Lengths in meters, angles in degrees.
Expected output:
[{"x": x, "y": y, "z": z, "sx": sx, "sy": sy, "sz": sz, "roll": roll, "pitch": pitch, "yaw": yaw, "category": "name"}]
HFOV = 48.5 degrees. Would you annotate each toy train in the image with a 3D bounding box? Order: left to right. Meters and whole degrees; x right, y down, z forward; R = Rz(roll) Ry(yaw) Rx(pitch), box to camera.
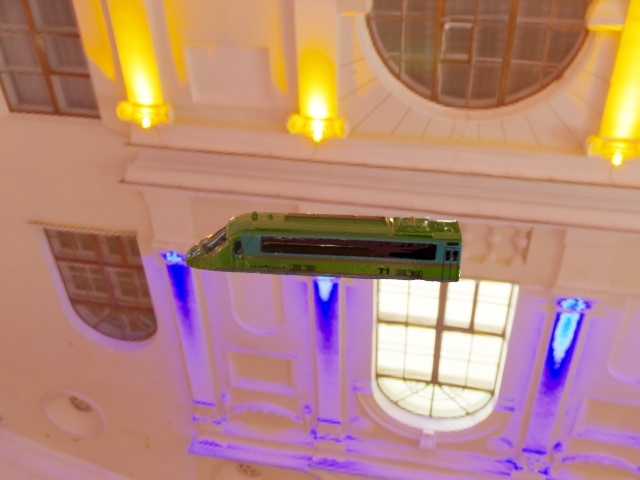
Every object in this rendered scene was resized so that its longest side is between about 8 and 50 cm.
[{"x": 0.000, "y": 0.000, "z": 0.540, "sx": 0.209, "sy": 0.042, "sz": 0.044, "roll": 3, "pitch": -158, "yaw": 3, "category": "toy train"}]
